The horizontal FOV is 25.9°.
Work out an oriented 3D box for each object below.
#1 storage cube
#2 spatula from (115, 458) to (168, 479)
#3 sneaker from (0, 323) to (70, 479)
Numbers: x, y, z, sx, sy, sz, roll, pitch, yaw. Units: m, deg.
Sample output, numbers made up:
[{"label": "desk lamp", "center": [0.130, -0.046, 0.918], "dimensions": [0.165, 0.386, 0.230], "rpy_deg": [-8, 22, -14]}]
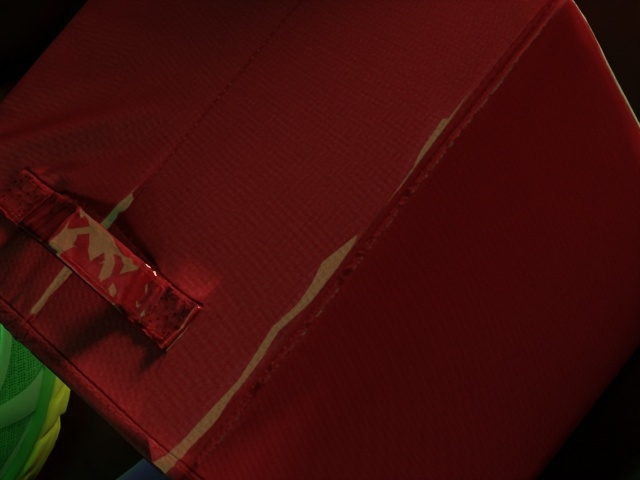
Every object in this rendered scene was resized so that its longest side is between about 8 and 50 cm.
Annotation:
[{"label": "storage cube", "center": [0.000, 0.000, 0.531], "dimensions": [0.183, 0.215, 0.193], "rpy_deg": [34, 82, 39]}, {"label": "spatula", "center": [-0.038, 0.204, 0.564], "dimensions": [0.084, 0.030, 0.296], "rpy_deg": [-38, 52, 9]}, {"label": "sneaker", "center": [-0.229, 0.113, 0.674], "dimensions": [0.109, 0.123, 0.295], "rpy_deg": [36, 88, 39]}]
